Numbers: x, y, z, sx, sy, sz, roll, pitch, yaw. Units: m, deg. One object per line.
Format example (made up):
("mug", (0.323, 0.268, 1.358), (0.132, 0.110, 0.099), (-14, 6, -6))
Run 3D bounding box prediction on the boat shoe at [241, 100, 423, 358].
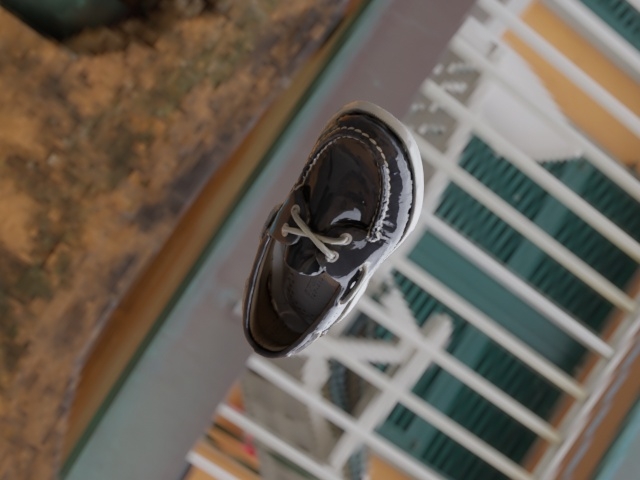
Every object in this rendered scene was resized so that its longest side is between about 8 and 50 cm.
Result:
("boat shoe", (0.000, 0.000, 0.585), (0.038, 0.046, 0.125), (-42, 169, -36))
